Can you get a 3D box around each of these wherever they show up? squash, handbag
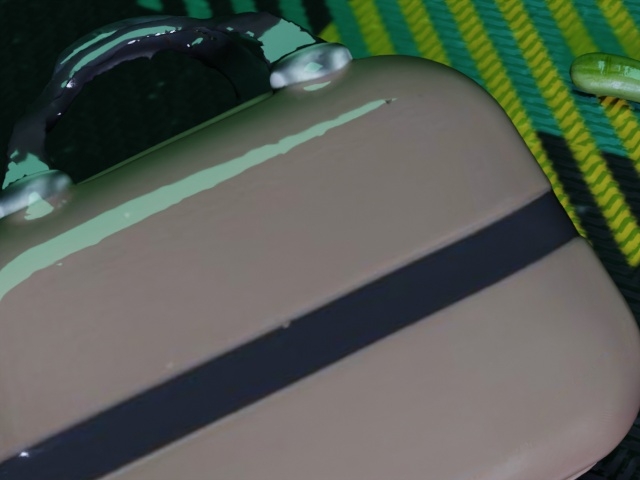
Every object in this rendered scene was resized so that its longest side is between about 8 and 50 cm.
[{"bbox_3d":[0.188,-0.092,1.026,0.089,0.027,0.027,17,51,22],"label":"squash"},{"bbox_3d":[-0.038,0.029,0.776,0.301,0.149,0.283,-25,85,-13],"label":"handbag"}]
